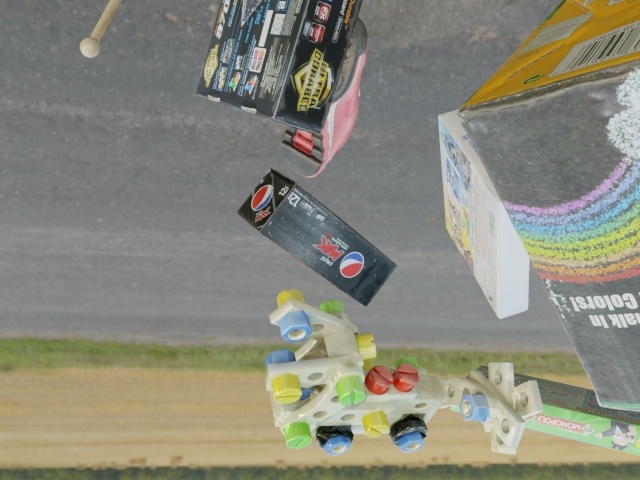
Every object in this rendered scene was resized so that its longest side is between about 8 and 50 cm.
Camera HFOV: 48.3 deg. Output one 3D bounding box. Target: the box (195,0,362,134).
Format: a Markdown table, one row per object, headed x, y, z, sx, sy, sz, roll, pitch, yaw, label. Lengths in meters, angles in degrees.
| x | y | z | sx | sy | sz | roll | pitch | yaw | label |
| --- | --- | --- | --- | --- | --- | --- | --- | --- | --- |
| -0.028 | -0.214 | 0.611 | 0.051 | 0.220 | 0.175 | 11 | -170 | -33 | box |

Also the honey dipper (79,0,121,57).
| x | y | z | sx | sy | sz | roll | pitch | yaw | label |
| --- | --- | --- | --- | --- | --- | --- | --- | --- | --- |
| -0.199 | -0.237 | 0.695 | 0.030 | 0.161 | 0.030 | 11 | 148 | 7 | honey dipper |

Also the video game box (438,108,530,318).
| x | y | z | sx | sy | sz | roll | pitch | yaw | label |
| --- | --- | --- | --- | --- | --- | --- | --- | --- | --- |
| 0.207 | -0.034 | 0.906 | 0.048 | 0.187 | 0.205 | -19 | 134 | -5 | video game box |

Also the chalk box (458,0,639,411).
| x | y | z | sx | sy | sz | roll | pitch | yaw | label |
| --- | --- | --- | --- | --- | --- | --- | --- | --- | --- |
| 0.247 | -0.014 | 0.424 | 0.180 | 0.179 | 0.289 | -9 | 120 | 47 | chalk box |

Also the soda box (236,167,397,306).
| x | y | z | sx | sy | sz | roll | pitch | yaw | label |
| --- | --- | --- | --- | --- | --- | --- | --- | --- | --- |
| 0.000 | 0.000 | 0.712 | 0.169 | 0.060 | 0.053 | 37 | -179 | -38 | soda box |

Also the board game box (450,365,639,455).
| x | y | z | sx | sy | sz | roll | pitch | yaw | label |
| --- | --- | --- | --- | --- | --- | --- | --- | --- | --- |
| 0.389 | 0.269 | 1.145 | 0.317 | 0.046 | 0.213 | 9 | -177 | 24 | board game box |

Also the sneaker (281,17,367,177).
| x | y | z | sx | sy | sz | roll | pitch | yaw | label |
| --- | --- | --- | --- | --- | --- | --- | --- | --- | --- |
| 0.019 | -0.267 | 1.276 | 0.116 | 0.136 | 0.314 | 34 | 131 | 16 | sneaker |

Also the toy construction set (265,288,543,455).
| x | y | z | sx | sy | sz | roll | pitch | yaw | label |
| --- | --- | --- | --- | --- | --- | --- | --- | --- | --- |
| 0.078 | 0.169 | 0.828 | 0.327 | 0.151 | 0.215 | 14 | 131 | -11 | toy construction set |
